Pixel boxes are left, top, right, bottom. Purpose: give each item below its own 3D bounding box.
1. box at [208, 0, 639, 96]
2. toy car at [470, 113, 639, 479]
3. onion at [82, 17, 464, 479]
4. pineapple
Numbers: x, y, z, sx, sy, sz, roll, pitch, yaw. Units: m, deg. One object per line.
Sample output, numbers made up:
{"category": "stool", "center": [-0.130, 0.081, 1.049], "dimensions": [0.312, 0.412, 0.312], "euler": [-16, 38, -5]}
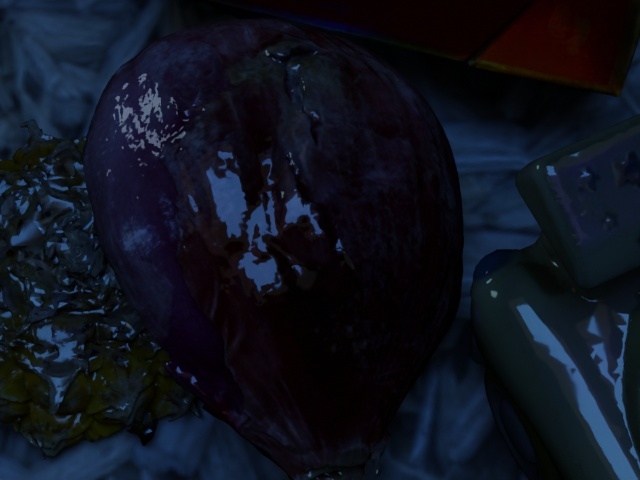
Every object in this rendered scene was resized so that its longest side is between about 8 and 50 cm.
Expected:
{"category": "box", "center": [0.051, -0.206, 0.940], "dimensions": [0.313, 0.089, 0.197], "euler": [14, 39, 8]}
{"category": "toy car", "center": [0.239, 0.102, 0.766], "dimensions": [0.242, 0.226, 0.336], "euler": [-23, 67, -9]}
{"category": "onion", "center": [0.000, 0.000, 0.838], "dimensions": [0.227, 0.120, 0.283], "euler": [-5, 69, -29]}
{"category": "pineapple", "center": [-0.143, 0.019, 0.891], "dimensions": [0.224, 0.076, 0.225], "euler": [-1, 64, 1]}
